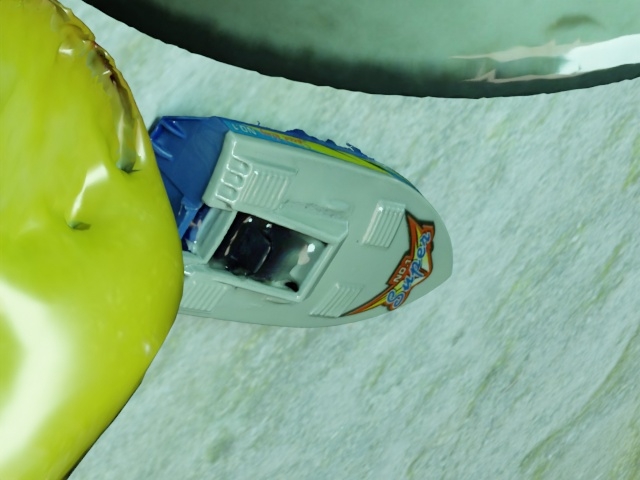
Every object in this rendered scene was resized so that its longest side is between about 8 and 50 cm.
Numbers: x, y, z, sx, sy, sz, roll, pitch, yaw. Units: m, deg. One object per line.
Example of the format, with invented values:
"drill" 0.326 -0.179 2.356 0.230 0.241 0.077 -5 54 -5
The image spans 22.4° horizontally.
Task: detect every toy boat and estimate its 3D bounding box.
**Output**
"toy boat" 0.000 0.000 1.062 0.295 0.088 0.129 13 115 -50

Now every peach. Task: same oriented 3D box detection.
"peach" -0.236 0.008 0.701 0.380 0.242 0.306 37 69 -56

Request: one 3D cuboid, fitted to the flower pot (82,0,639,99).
"flower pot" 0.037 -0.248 0.431 0.293 0.293 0.330 -26 143 -27
